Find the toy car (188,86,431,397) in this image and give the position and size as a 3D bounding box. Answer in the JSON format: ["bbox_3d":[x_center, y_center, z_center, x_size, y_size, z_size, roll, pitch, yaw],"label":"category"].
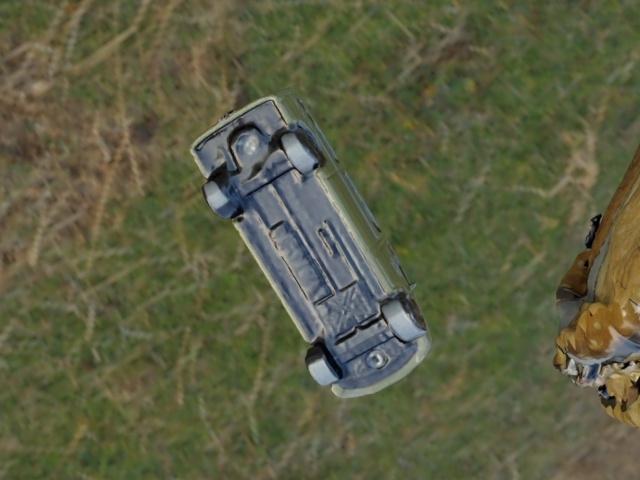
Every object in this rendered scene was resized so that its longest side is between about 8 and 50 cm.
[{"bbox_3d":[0.000,0.000,1.296,0.101,0.257,0.124,-30,-178,16],"label":"toy car"}]

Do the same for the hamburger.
[{"bbox_3d":[0.181,-0.020,0.633,0.106,0.231,0.231,33,109,-4],"label":"hamburger"}]
